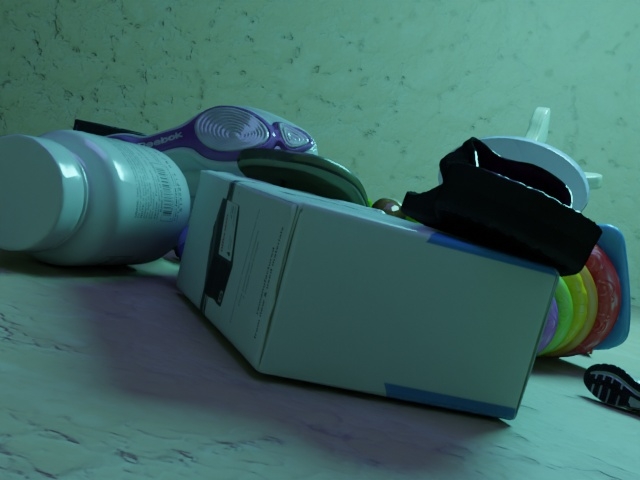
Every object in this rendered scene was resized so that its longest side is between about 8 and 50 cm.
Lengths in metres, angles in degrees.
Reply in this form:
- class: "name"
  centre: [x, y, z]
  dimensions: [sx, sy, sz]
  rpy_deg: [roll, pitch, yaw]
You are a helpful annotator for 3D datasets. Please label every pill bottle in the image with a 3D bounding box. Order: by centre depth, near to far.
- class: "pill bottle"
  centre: [-0.233, -0.040, 0.911]
  dimensions: [0.131, 0.131, 0.229]
  rpy_deg: [16, 4, 17]

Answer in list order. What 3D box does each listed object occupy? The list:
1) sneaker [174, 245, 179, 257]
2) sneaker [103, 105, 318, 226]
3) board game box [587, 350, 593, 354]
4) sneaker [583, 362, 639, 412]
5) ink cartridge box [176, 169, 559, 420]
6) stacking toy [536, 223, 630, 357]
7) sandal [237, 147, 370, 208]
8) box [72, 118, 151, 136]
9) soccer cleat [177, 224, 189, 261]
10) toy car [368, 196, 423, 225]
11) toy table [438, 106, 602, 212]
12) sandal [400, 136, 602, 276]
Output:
- class: "sneaker"
  centre: [-0.106, 0.011, 1.195]
  dimensions: [0.162, 0.073, 0.063]
  rpy_deg: [-8, 15, -16]
- class: "sneaker"
  centre: [-0.151, -0.071, 1.114]
  dimensions: [0.305, 0.152, 0.114]
  rpy_deg: [-9, 47, 4]
- class: "board game box"
  centre: [0.337, 0.121, 1.407]
  dimensions: [0.147, 0.045, 0.193]
  rpy_deg: [15, 4, 11]
- class: "sneaker"
  centre: [0.315, 0.156, 0.928]
  dimensions: [0.109, 0.040, 0.044]
  rpy_deg: [21, -10, 34]
- class: "ink cartridge box"
  centre: [0.018, 0.034, 0.812]
  dimensions: [0.223, 0.128, 0.307]
  rpy_deg: [13, 4, -21]
- class: "stacking toy"
  centre: [0.235, 0.076, 1.073]
  dimensions: [0.175, 0.165, 0.302]
  rpy_deg: [-1, 6, 33]
- class: "sandal"
  centre: [0.002, 0.001, 1.043]
  dimensions: [0.120, 0.086, 0.302]
  rpy_deg: [3, -35, 29]
- class: "box"
  centre: [-0.240, -0.081, 1.394]
  dimensions: [0.270, 0.143, 0.165]
  rpy_deg: [17, 5, 37]
- class: "soccer cleat"
  centre: [-0.105, 0.019, 1.052]
  dimensions: [0.095, 0.083, 0.248]
  rpy_deg: [-5, -3, 23]
- class: "toy car"
  centre: [0.108, 0.008, 1.896]
  dimensions: [0.155, 0.148, 0.188]
  rpy_deg: [13, 31, 28]
- class: "toy table"
  centre: [0.381, -0.119, 1.752]
  dimensions: [0.274, 0.252, 0.161]
  rpy_deg: [23, 23, 22]
- class: "sandal"
  centre: [0.181, -0.038, 0.890]
  dimensions: [0.168, 0.107, 0.446]
  rpy_deg: [26, 0, 0]
